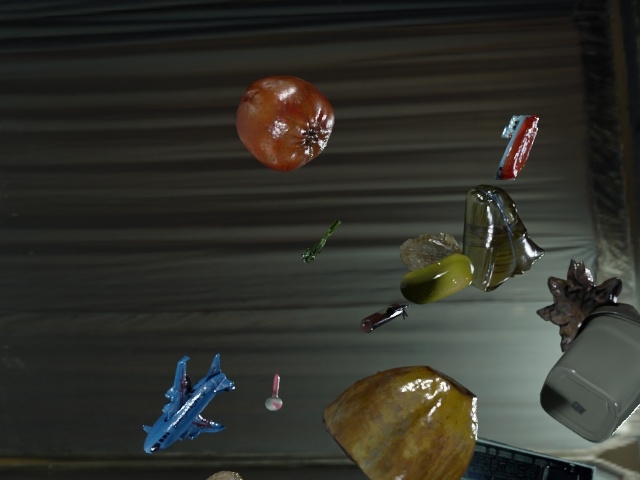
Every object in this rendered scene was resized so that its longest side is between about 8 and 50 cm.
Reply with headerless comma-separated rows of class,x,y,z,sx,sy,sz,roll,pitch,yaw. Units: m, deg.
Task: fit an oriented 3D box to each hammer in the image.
hammer,-0.104,0.346,1.753,0.052,0.031,0.083,-26,-125,61

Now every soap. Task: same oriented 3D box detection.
soap,0.215,0.073,1.406,0.089,0.140,0.045,54,16,-46

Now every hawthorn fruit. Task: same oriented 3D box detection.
hawthorn fruit,-0.078,-0.229,1.424,0.200,0.179,0.179,41,-30,35

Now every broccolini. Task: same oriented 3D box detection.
broccolini,0.000,0.000,1.972,0.140,0.035,0.030,-53,152,-3

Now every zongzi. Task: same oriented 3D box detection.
zongzi,0.397,-0.027,1.588,0.112,0.242,0.220,34,-45,48

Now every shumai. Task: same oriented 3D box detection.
shumai,0.347,0.039,2.225,0.153,0.210,0.161,-37,124,-46

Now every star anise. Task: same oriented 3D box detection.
star anise,0.742,0.208,2.133,0.108,0.315,0.315,-18,112,-43

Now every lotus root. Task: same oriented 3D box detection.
lotus root,0.130,0.259,1.106,0.199,0.180,0.188,41,6,36

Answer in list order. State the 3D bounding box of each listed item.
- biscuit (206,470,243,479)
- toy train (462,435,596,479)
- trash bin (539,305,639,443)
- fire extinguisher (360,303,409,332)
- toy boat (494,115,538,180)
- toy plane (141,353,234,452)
biscuit,-0.163,0.442,1.272,0.015,0.120,0.120,34,48,-50
toy train,0.347,0.436,1.491,0.088,0.407,0.086,-17,-123,66
trash bin,0.643,0.308,1.738,0.250,0.219,0.219,-33,142,-36
fire extinguisher,0.133,0.142,1.497,0.173,0.035,0.049,-15,135,-59
toy boat,0.447,-0.215,1.777,0.069,0.059,0.172,-10,124,-48
toy plane,-0.320,0.398,1.824,0.105,0.271,0.254,23,-39,44
